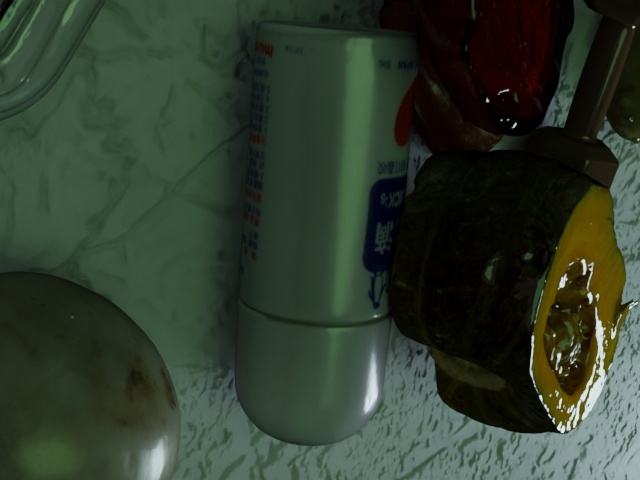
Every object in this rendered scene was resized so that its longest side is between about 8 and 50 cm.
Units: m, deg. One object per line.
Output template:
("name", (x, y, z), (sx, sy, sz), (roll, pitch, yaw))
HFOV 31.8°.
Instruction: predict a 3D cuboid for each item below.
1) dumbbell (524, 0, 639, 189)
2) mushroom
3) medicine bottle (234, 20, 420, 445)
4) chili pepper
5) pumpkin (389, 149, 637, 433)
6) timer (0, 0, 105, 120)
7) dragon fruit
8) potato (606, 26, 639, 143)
("dumbbell", (0.259, -0.152, 1.043), (0.082, 0.092, 0.230), (-23, 134, -62))
("mushroom", (-0.213, 0.135, 0.774), (0.215, 0.207, 0.207), (-40, 128, 18))
("medicine bottle", (0.000, 0.000, 0.903), (0.130, 0.130, 0.340), (-3, 105, -34))
("chili pepper", (0.098, -0.147, 0.974), (0.088, 0.065, 0.169), (-47, 121, -15))
("pumpkin", (0.175, 0.032, 0.975), (0.221, 0.139, 0.317), (-64, 147, -19))
("timer", (-0.245, -0.209, 0.700), (0.262, 0.087, 0.237), (32, 85, -36))
("dragon fruit", (0.137, -0.224, 0.918), (0.282, 0.100, 0.343), (33, 56, -55))
("potato", (0.321, -0.164, 1.112), (0.091, 0.070, 0.138), (-37, 128, -47))
